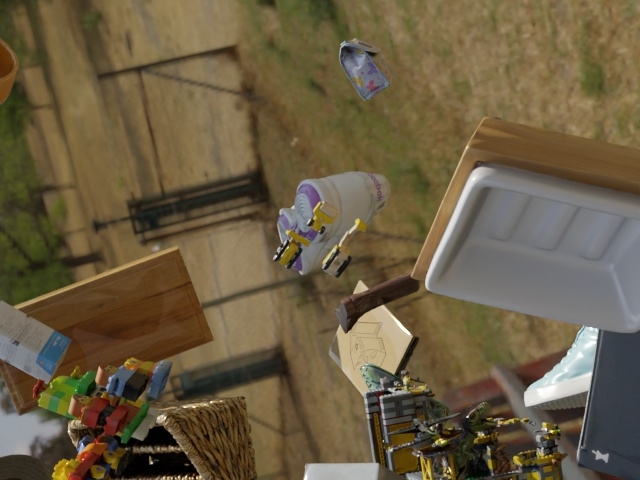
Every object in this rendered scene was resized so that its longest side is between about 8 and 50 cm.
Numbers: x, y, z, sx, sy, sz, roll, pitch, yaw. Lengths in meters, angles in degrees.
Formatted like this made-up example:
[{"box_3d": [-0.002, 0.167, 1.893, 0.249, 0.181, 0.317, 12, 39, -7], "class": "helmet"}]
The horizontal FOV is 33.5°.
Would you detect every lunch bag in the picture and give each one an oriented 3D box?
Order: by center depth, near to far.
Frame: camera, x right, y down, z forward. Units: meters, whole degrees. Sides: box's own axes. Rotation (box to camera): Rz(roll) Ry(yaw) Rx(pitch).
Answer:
[{"box_3d": [0.062, -0.241, 1.458, 0.083, 0.053, 0.071, 55, -162, -3], "class": "lunch bag"}]

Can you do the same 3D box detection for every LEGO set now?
[{"box_3d": [0.196, 0.277, 1.535, 0.331, 0.254, 0.192, 162, 100, -84], "class": "LEGO set"}]

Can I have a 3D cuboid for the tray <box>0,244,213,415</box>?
[{"box_3d": [-0.442, 0.178, 2.130, 0.076, 0.410, 0.203, -146, 35, -80], "class": "tray"}]

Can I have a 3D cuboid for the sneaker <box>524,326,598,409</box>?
[{"box_3d": [0.561, 0.244, 2.175, 0.366, 0.135, 0.150, -31, 55, 42], "class": "sneaker"}]

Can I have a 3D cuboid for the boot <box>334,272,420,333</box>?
[{"box_3d": [0.078, 0.080, 1.405, 0.037, 0.114, 0.106, 63, 167, 12], "class": "boot"}]

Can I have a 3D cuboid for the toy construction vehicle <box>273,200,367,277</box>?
[{"box_3d": [0.000, 0.000, 1.320, 0.098, 0.085, 0.035, -56, 17, 16], "class": "toy construction vehicle"}]

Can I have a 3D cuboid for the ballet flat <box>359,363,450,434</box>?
[{"box_3d": [0.138, 0.270, 1.764, 0.070, 0.188, 0.070, -49, 23, 28], "class": "ballet flat"}]

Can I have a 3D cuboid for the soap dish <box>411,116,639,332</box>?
[{"box_3d": [0.271, -0.017, 1.203, 0.229, 0.290, 0.118, 107, 172, -49], "class": "soap dish"}]

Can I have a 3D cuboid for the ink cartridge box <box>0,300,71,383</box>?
[{"box_3d": [-0.549, 0.176, 1.914, 0.060, 0.180, 0.104, -63, 6, -35], "class": "ink cartridge box"}]

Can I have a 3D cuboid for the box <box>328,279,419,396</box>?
[{"box_3d": [0.093, 0.192, 1.938, 0.201, 0.021, 0.164, 46, 119, 51], "class": "box"}]

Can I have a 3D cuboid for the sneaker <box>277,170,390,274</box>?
[{"box_3d": [0.022, -0.027, 1.639, 0.305, 0.152, 0.114, 137, 115, -72], "class": "sneaker"}]

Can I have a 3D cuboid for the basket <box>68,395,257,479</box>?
[{"box_3d": [-0.299, 0.416, 1.998, 0.299, 0.223, 0.214, -9, 87, 36], "class": "basket"}]

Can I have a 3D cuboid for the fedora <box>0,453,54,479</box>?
[{"box_3d": [-0.519, 0.457, 1.629, 0.124, 0.243, 0.276, 2, 106, 39], "class": "fedora"}]

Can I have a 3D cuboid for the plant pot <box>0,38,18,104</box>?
[{"box_3d": [-0.612, -0.231, 1.713, 0.188, 0.205, 0.205, -64, 34, 31], "class": "plant pot"}]

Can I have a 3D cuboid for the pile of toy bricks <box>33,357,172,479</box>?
[{"box_3d": [-0.225, 0.159, 1.027, 0.212, 0.105, 0.118, -58, -13, -74], "class": "pile of toy bricks"}]

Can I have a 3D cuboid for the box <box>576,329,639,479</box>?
[{"box_3d": [0.530, 0.125, 1.539, 0.395, 0.211, 0.294, -48, -35, -51], "class": "box"}]

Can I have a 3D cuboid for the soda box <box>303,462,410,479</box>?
[{"box_3d": [0.027, 0.382, 1.110, 0.091, 0.098, 0.286, 39, -129, -48], "class": "soda box"}]
